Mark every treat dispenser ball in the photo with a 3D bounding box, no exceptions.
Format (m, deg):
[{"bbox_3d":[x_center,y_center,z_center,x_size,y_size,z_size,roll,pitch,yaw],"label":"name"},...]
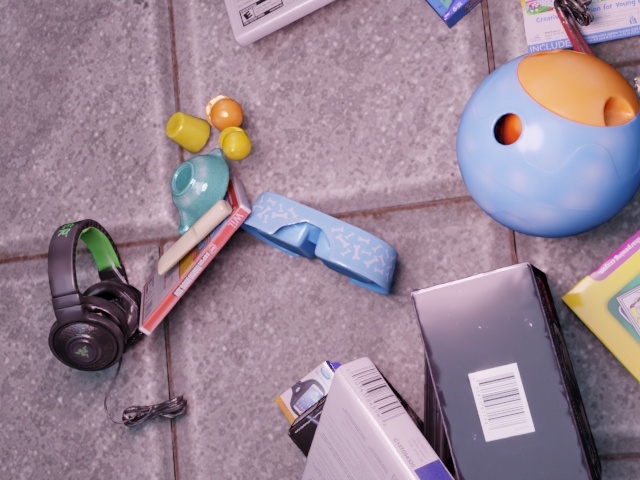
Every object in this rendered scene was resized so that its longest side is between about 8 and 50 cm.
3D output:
[{"bbox_3d":[0.354,-0.147,1.331,0.288,0.288,0.288,-2,85,18],"label":"treat dispenser ball"}]

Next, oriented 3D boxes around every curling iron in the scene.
[{"bbox_3d":[0.443,-0.279,1.398,0.035,0.068,0.274,-28,103,-11],"label":"curling iron"}]

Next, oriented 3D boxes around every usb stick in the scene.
[{"bbox_3d":[0.199,0.304,1.455,0.045,0.077,0.278,-1,85,25],"label":"usb stick"}]

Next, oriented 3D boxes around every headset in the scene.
[{"bbox_3d":[-0.373,0.151,1.586,0.185,0.243,0.394,-11,100,8],"label":"headset"}]

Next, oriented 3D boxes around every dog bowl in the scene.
[{"bbox_3d":[0.000,0.000,1.508,0.297,0.166,0.074,23,82,19],"label":"dog bowl"}]

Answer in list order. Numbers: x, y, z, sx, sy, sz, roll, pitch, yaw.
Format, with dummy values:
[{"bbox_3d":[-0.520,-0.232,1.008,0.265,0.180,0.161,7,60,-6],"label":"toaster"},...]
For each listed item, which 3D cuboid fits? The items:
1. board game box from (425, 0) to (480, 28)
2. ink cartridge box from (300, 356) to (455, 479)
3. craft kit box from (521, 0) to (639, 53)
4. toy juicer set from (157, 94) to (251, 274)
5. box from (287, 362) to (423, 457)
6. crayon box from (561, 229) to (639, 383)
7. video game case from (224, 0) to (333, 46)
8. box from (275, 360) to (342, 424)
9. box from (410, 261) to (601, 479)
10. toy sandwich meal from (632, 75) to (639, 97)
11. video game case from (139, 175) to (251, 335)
[{"bbox_3d":[0.220,-0.506,1.533,0.160,0.047,0.210,-41,73,11],"label":"board game box"},{"bbox_3d":[0.098,0.394,1.288,0.071,0.330,0.324,-18,53,-27],"label":"ink cartridge box"},{"bbox_3d":[0.438,-0.442,1.388,0.250,0.061,0.246,-7,120,17],"label":"craft kit box"},{"bbox_3d":[-0.191,-0.107,1.554,0.209,0.089,0.329,-22,57,37],"label":"toy juicer set"},{"bbox_3d":[0.060,0.320,1.482,0.180,0.077,0.147,-40,89,11],"label":"box"},{"bbox_3d":[0.612,0.087,1.323,0.363,0.106,0.313,-43,75,9],"label":"crayon box"},{"bbox_3d":[-0.043,-0.548,1.596,0.329,0.036,0.300,-24,65,15],"label":"video game case"},{"bbox_3d":[-0.005,0.277,1.550,0.136,0.028,0.081,-40,75,13],"label":"box"},{"bbox_3d":[0.290,0.222,1.309,0.179,0.312,0.343,-16,81,15],"label":"box"},{"bbox_3d":[0.538,-0.230,1.414,0.086,0.029,0.085,-2,85,18],"label":"toy sandwich meal"},{"bbox_3d":[-0.230,0.021,1.567,0.025,0.204,0.285,37,99,-19],"label":"video game case"}]
